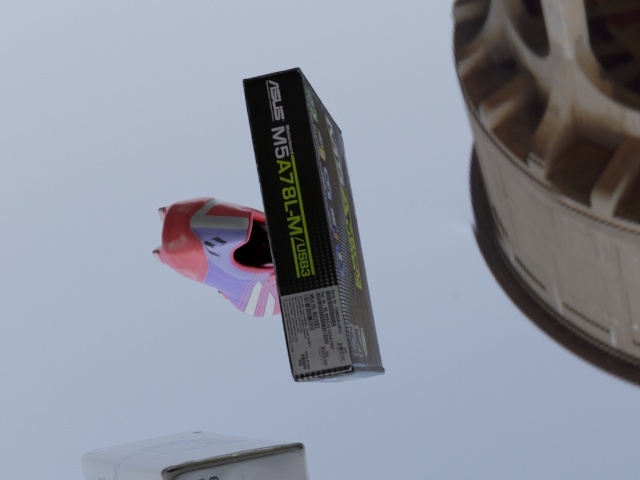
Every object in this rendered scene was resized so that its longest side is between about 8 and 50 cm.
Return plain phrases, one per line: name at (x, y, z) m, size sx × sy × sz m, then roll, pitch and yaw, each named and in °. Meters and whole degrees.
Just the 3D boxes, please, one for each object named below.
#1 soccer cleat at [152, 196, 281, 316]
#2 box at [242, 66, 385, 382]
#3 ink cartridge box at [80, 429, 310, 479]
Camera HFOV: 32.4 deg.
soccer cleat at (-0.052, 0.019, 0.975) m, size 0.095 × 0.248 × 0.083 m, roll 1°, pitch -104°, yaw 26°
box at (0.000, 0.000, 0.738) m, size 0.045 × 0.184 × 0.191 m, roll -11°, pitch -100°, yaw 10°
ink cartridge box at (-0.078, 0.207, 0.703) m, size 0.093 × 0.212 × 0.154 m, roll -8°, pitch -95°, yaw -23°
